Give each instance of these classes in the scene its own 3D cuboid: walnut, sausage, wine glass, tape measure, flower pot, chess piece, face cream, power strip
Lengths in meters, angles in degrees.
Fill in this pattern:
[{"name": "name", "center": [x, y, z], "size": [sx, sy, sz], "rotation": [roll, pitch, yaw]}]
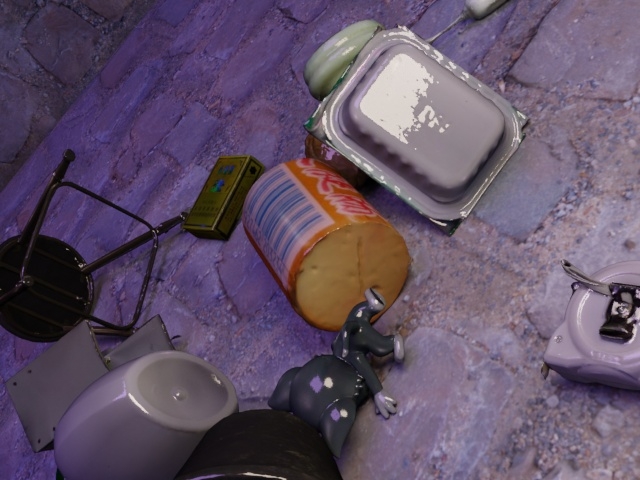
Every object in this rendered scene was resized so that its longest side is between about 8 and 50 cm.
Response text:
[{"name": "walnut", "center": [0.048, -0.183, 1.585], "size": [0.155, 0.155, 0.184], "rotation": [-44, 38, 11]}, {"name": "sausage", "center": [0.000, 0.000, 1.415], "size": [0.233, 0.233, 0.287], "rotation": [-48, 36, 5]}, {"name": "wine glass", "center": [0.324, -0.496, 1.623], "size": [0.262, 0.074, 0.074], "rotation": [-34, 40, 21]}, {"name": "tape measure", "center": [0.403, 0.109, 1.001], "size": [0.196, 0.105, 0.178], "rotation": [-4, 57, 46]}, {"name": "flower pot", "center": [-0.084, 0.402, 1.113], "size": [0.379, 0.379, 0.251], "rotation": [-38, 17, 18]}, {"name": "chess piece", "center": [0.117, -0.252, 1.459], "size": [0.194, 0.194, 0.299], "rotation": [-36, 78, 20]}, {"name": "face cream", "center": [-0.325, 0.365, 1.385], "size": [0.357, 0.312, 0.219], "rotation": [-50, 43, 34]}, {"name": "power strip", "center": [-0.357, -0.054, 2.014], "size": [0.027, 0.017, 0.083], "rotation": [-26, 43, 31]}]

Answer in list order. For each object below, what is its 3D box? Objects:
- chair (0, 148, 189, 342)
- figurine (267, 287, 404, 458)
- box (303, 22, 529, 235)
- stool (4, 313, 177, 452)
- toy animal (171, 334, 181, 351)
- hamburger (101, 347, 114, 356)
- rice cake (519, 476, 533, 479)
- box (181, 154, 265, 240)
[{"name": "chair", "center": [-0.624, 0.070, 1.925], "size": [0.410, 0.365, 0.362], "rotation": [-23, 49, 42]}, {"name": "figurine", "center": [0.047, 0.218, 1.264], "size": [0.193, 0.140, 0.265], "rotation": [37, 113, 36]}, {"name": "box", "center": [0.178, -0.210, 1.324], "size": [0.264, 0.337, 0.106], "rotation": [-54, -2, -2]}, {"name": "stool", "center": [-0.469, 0.298, 1.608], "size": [0.270, 0.243, 0.170], "rotation": [-38, 72, 18]}, {"name": "toy animal", "center": [-0.344, 0.248, 1.736], "size": [0.028, 0.050, 0.084], "rotation": [42, 89, 14]}, {"name": "hamburger", "center": [-0.511, 0.329, 1.821], "size": [0.133, 0.062, 0.140], "rotation": [-38, 41, 24]}, {"name": "rice cake", "center": [0.217, 0.451, 0.957], "size": [0.298, 0.050, 0.106], "rotation": [-54, 36, -3]}, {"name": "box", "center": [-0.243, -0.110, 1.902], "size": [0.141, 0.064, 0.220], "rotation": [4, 65, 48]}]
